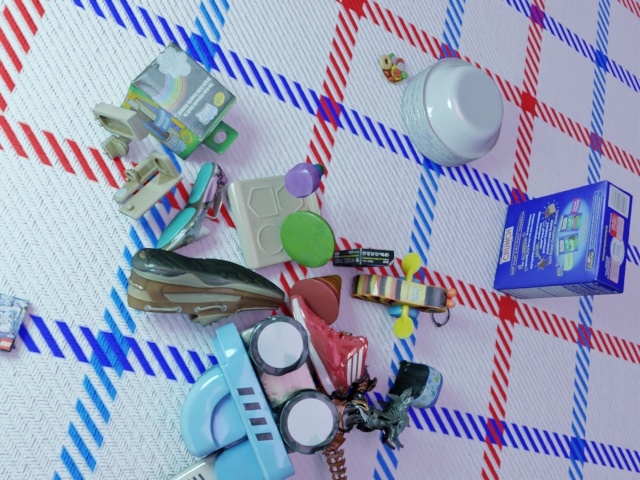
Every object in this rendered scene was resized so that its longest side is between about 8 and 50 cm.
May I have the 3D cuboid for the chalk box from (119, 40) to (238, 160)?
[{"bbox_3d":[-0.268,-0.261,1.105,0.213,0.132,0.132,41,63,-18],"label":"chalk box"}]

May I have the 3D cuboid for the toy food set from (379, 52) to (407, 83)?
[{"bbox_3d":[0.195,-0.459,1.462,0.083,0.020,0.083,-20,91,-31],"label":"toy food set"}]

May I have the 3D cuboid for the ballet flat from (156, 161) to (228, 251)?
[{"bbox_3d":[-0.248,-0.056,1.119,0.079,0.077,0.221,42,62,-38],"label":"ballet flat"}]

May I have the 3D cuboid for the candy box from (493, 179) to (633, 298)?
[{"bbox_3d":[0.634,0.011,1.452,0.122,0.317,0.268,24,71,-25],"label":"candy box"}]

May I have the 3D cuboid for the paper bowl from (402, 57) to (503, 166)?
[{"bbox_3d":[0.374,-0.351,1.472,0.284,0.148,0.284,5,80,-29],"label":"paper bowl"}]

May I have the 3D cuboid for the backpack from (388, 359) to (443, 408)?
[{"bbox_3d":[0.234,0.342,1.286,0.084,0.114,0.105,34,66,-20],"label":"backpack"}]

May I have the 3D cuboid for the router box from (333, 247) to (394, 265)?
[{"bbox_3d":[0.098,0.041,1.259,0.092,0.122,0.038,5,83,-28],"label":"router box"}]

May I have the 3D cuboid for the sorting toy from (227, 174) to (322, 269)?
[{"bbox_3d":[-0.093,-0.047,1.213,0.208,0.038,0.193,-13,87,-33],"label":"sorting toy"}]

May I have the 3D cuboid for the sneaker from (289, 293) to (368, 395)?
[{"bbox_3d":[0.024,0.201,1.161,0.128,0.087,0.221,-22,81,-6],"label":"sneaker"}]

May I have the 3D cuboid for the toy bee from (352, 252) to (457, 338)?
[{"bbox_3d":[0.236,0.124,1.301,0.298,0.162,0.195,-6,82,-30],"label":"toy bee"}]

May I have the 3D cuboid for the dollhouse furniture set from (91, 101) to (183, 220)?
[{"bbox_3d":[-0.375,-0.148,1.017,0.123,0.144,0.151,-50,142,-26],"label":"dollhouse furniture set"}]

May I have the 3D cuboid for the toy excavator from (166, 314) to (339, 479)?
[{"bbox_3d":[-0.185,0.393,1.007,0.445,0.222,0.433,-21,85,-10],"label":"toy excavator"}]

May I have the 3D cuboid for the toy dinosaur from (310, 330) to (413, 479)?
[{"bbox_3d":[0.071,0.369,1.194,0.218,0.164,0.322,10,90,-3],"label":"toy dinosaur"}]

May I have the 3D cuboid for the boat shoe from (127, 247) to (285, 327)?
[{"bbox_3d":[-0.227,0.104,1.082,0.324,0.122,0.120,16,102,-35],"label":"boat shoe"}]

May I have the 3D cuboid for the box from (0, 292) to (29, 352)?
[{"bbox_3d":[-0.575,0.127,0.915,0.137,0.027,0.094,23,70,-30],"label":"box"}]

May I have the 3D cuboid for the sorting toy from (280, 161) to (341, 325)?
[{"bbox_3d":[0.000,0.000,1.182,0.126,0.127,0.365,-40,130,-53],"label":"sorting toy"}]
